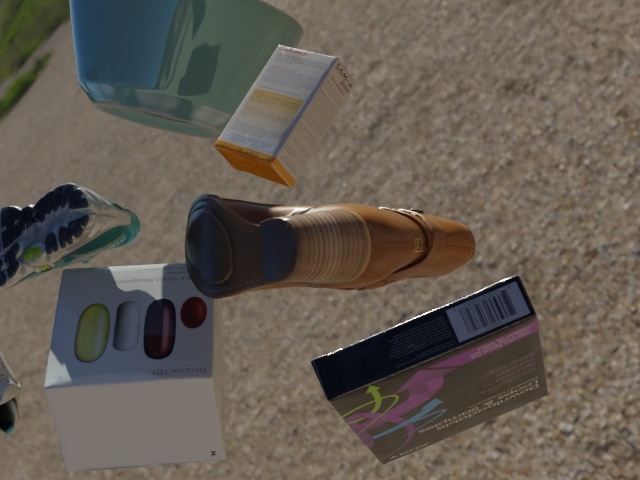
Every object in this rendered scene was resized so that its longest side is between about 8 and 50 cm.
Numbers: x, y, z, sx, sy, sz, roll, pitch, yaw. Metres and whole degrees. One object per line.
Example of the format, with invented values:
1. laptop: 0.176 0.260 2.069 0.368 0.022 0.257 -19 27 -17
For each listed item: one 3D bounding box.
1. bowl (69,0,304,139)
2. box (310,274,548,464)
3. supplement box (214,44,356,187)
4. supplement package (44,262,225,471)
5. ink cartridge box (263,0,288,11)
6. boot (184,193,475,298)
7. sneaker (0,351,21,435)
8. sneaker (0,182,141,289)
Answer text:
1. bowl: -0.188 -0.229 1.499 0.311 0.311 0.163 -173 96 -69
2. box: 0.069 0.079 0.657 0.116 0.162 0.029 -23 66 4
3. supplement box: -0.026 -0.095 0.874 0.062 0.036 0.098 20 72 38
4. supplement package: -0.215 0.147 1.400 0.203 0.194 0.149 -96 3 -50
5. ink cartridge box: -0.224 -0.439 1.920 0.119 0.353 0.207 18 91 51
6. boot: 0.000 0.000 1.202 0.283 0.220 0.109 -7 85 56
7. sneaker: -0.306 0.146 1.025 0.071 0.083 0.190 -41 -3 -32
8. sneaker: -0.340 0.008 1.471 0.275 0.110 0.107 -14 71 39
